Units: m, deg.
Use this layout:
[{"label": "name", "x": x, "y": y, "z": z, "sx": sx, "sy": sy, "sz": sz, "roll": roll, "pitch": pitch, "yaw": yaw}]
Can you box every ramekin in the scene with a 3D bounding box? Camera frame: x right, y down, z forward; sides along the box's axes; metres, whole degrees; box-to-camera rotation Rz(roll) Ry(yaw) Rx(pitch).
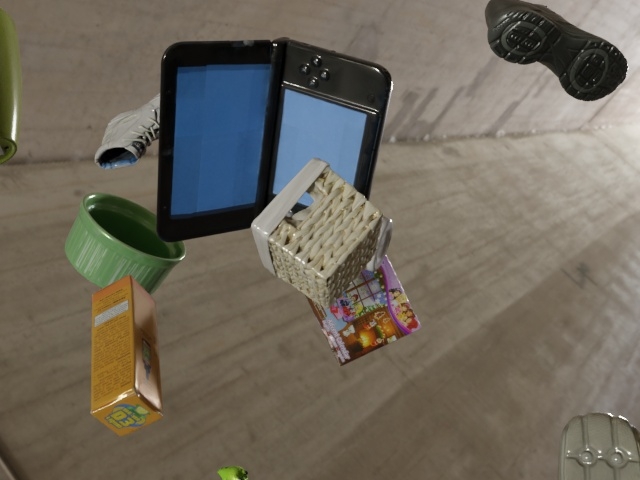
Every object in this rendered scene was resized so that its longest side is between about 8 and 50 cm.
[{"label": "ramekin", "x": -0.529, "y": 0.017, "z": 1.852, "sx": 0.148, "sy": 0.303, "sz": 0.303, "roll": -55, "pitch": -19, "yaw": 15}]

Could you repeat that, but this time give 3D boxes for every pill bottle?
[{"label": "pill bottle", "x": 0.039, "y": -0.019, "z": 1.368, "sx": 0.112, "sy": 0.187, "sz": 0.112, "roll": 19, "pitch": -90, "yaw": -73}]

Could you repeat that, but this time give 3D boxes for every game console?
[{"label": "game console", "x": -0.068, "y": -0.109, "z": 0.937, "sx": 0.173, "sy": 0.250, "sz": 0.293, "roll": -44, "pitch": -31, "yaw": -53}]

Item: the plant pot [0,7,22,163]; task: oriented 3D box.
[{"label": "plant pot", "x": -0.750, "y": -0.308, "z": 1.455, "sx": 0.275, "sy": 0.293, "sz": 0.275, "roll": -20, "pitch": -15, "yaw": -6}]

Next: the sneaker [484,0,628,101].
[{"label": "sneaker", "x": 0.399, "y": -0.337, "z": 1.166, "sx": 0.286, "sy": 0.130, "sz": 0.109, "roll": 22, "pitch": -51, "yaw": -23}]

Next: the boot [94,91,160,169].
[{"label": "boot", "x": -0.332, "y": -0.209, "z": 1.349, "sx": 0.258, "sy": 0.095, "sz": 0.123, "roll": -17, "pitch": 44, "yaw": 34}]

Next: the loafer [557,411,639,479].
[{"label": "loafer", "x": 0.276, "y": 0.332, "z": 0.676, "sx": 0.111, "sy": 0.112, "sz": 0.319, "roll": 39, "pitch": -121, "yaw": -59}]

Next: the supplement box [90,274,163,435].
[{"label": "supplement box", "x": -0.284, "y": 0.162, "z": 1.007, "sx": 0.080, "sy": 0.233, "sz": 0.078, "roll": -28, "pitch": -49, "yaw": 4}]

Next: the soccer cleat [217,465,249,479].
[{"label": "soccer cleat", "x": -0.186, "y": 0.591, "z": 1.567, "sx": 0.072, "sy": 0.178, "sz": 0.060, "roll": -4, "pitch": 13, "yaw": 31}]

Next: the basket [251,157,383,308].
[{"label": "basket", "x": 0.000, "y": 0.000, "z": 0.803, "sx": 0.113, "sy": 0.103, "sz": 0.167, "roll": -48, "pitch": -13, "yaw": -13}]

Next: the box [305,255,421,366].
[{"label": "box", "x": 0.070, "y": 0.104, "z": 1.535, "sx": 0.201, "sy": 0.293, "sz": 0.057, "roll": -27, "pitch": -3, "yaw": 4}]
